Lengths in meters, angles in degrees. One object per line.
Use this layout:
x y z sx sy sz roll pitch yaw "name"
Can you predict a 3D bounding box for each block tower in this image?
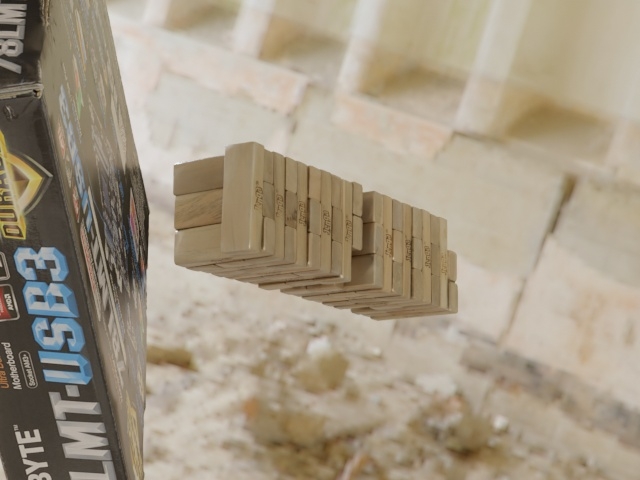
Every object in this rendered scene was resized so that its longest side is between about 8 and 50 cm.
0.000 0.000 1.396 0.097 0.091 0.335 -8 -15 31 "block tower"

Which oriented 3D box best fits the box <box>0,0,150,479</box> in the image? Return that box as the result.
-0.146 -0.036 0.862 0.073 0.295 0.293 -7 39 1 "box"
